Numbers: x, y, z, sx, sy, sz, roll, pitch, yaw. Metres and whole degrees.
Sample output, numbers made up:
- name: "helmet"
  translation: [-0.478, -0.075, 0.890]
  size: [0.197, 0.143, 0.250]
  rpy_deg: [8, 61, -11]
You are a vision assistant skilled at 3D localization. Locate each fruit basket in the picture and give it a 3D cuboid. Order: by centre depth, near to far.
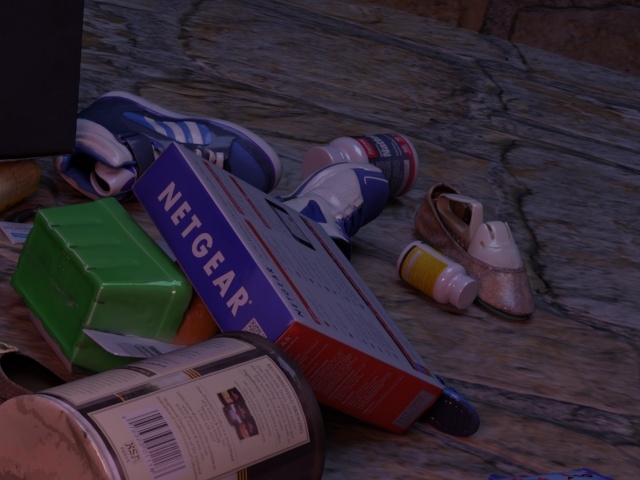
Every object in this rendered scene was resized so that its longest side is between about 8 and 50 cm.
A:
- name: "fruit basket"
  translation: [-0.186, 0.081, 1.826]
  size: [0.353, 0.165, 0.327]
  rpy_deg: [16, 18, -44]

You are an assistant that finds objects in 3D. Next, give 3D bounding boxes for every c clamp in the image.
- name: "c clamp"
  translation: [-0.352, -0.013, 2.054]
  size: [0.161, 0.022, 0.137]
  rpy_deg: [19, 29, 6]

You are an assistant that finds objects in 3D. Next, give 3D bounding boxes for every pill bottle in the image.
- name: "pill bottle"
  translation: [0.171, 0.053, 2.162]
  size: [0.116, 0.065, 0.065]
  rpy_deg: [32, 29, 35]
- name: "pill bottle"
  translation: [0.063, -0.118, 2.427]
  size: [0.180, 0.108, 0.108]
  rpy_deg: [-8, 32, -42]

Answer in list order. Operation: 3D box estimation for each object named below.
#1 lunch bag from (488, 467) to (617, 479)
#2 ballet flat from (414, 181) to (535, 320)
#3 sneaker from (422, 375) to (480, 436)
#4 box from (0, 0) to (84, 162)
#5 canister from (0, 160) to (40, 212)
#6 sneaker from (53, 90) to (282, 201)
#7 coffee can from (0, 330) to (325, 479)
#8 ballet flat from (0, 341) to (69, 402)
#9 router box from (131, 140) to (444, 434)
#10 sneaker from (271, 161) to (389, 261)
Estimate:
- name: "lunch bag"
  translation: [0.280, 0.323, 1.587]
  size: [0.221, 0.138, 0.293]
  rpy_deg: [-4, 17, -35]
- name: "ballet flat"
  translation: [0.234, 0.003, 2.260]
  size: [0.107, 0.106, 0.316]
  rpy_deg: [1, 27, -30]
- name: "sneaker"
  translation: [0.139, 0.193, 1.846]
  size: [0.144, 0.053, 0.059]
  rpy_deg: [28, 24, 24]
- name: "box"
  translation: [-0.567, -0.392, 2.089]
  size: [0.297, 0.480, 0.472]
  rpy_deg: [-6, 20, -37]
- name: "canister"
  translation: [-0.479, -0.078, 2.053]
  size: [0.126, 0.073, 0.170]
  rpy_deg: [19, 22, 13]
- name: "sneaker"
  translation: [-0.236, -0.099, 2.207]
  size: [0.323, 0.130, 0.236]
  rpy_deg: [21, 33, 3]
- name: "coffee can"
  translation: [-0.159, 0.213, 1.433]
  size: [0.201, 0.201, 0.275]
  rpy_deg: [31, 28, 33]
- name: "ballet flat"
  translation: [-0.297, 0.166, 1.633]
  size: [0.250, 0.058, 0.084]
  rpy_deg: [32, 28, 33]
- name: "router box"
  translation: [-0.040, 0.057, 1.780]
  size: [0.301, 0.082, 0.335]
  rpy_deg: [29, 19, -47]
- name: "sneaker"
  translation: [-0.001, 0.000, 2.128]
  size: [0.315, 0.127, 0.182]
  rpy_deg: [-18, 43, -41]
